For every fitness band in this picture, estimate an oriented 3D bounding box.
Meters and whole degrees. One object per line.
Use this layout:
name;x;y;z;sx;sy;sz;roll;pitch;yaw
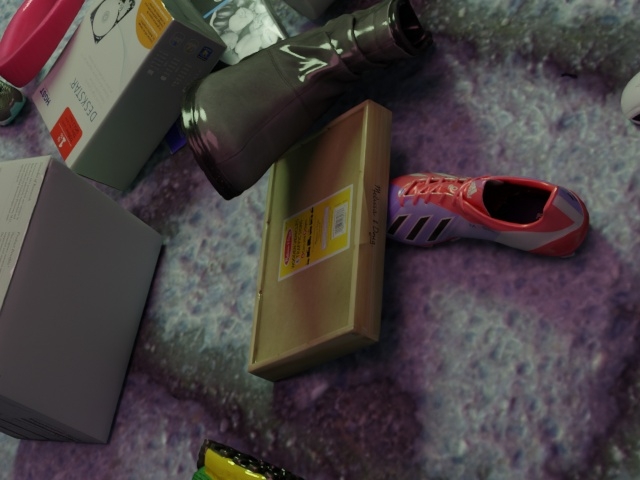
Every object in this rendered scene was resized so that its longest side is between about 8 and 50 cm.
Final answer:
fitness band;-0.369;-0.323;1.507;0.209;0.054;0.291;-39;28;18

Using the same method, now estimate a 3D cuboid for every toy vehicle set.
toy vehicle set;0.000;0.000;1.133;0.166;0.035;0.267;-25;50;44

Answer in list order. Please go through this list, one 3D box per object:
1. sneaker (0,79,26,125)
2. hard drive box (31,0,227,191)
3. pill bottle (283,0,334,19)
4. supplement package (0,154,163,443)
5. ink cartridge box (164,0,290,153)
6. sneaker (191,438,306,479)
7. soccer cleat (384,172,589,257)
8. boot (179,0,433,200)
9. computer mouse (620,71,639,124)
sneaker;-0.493;-0.221;1.574;0.166;0.076;0.065;28;81;39
hard drive box;-0.246;-0.210;1.369;0.232;0.089;0.181;-53;46;16
pill bottle;0.030;-0.387;1.313;0.229;0.131;0.131;-50;50;-2
supplement package;-0.320;0.071;1.216;0.145;0.204;0.262;-3;62;32
ink cartridge box;-0.149;-0.244;1.398;0.208;0.045;0.206;-36;51;11
sneaker;-0.003;0.302;0.956;0.343;0.134;0.146;15;79;46
soccer cleat;0.142;-0.037;1.065;0.248;0.095;0.083;10;69;35
boot;-0.004;-0.175;1.137;0.222;0.118;0.338;-21;23;22
computer mouse;0.374;-0.143;1.018;0.193;0.042;0.106;1;65;32
